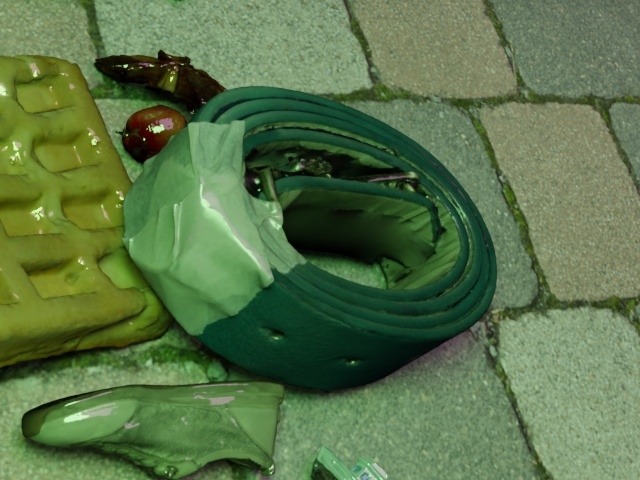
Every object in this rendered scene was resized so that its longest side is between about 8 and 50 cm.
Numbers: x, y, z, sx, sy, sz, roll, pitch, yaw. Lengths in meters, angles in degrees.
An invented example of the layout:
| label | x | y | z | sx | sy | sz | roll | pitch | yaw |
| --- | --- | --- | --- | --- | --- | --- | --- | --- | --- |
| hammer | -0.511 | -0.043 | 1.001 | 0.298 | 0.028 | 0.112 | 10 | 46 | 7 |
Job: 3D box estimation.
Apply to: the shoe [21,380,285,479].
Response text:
| label | x | y | z | sx | sy | sz | roll | pitch | yaw |
| --- | --- | --- | --- | --- | --- | --- | --- | --- | --- |
| shoe | -0.158 | 0.189 | 1.140 | 0.275 | 0.103 | 0.098 | 2 | 74 | -28 |

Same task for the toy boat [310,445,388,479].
| label | x | y | z | sx | sy | sz | roll | pitch | yaw |
| --- | --- | --- | --- | --- | --- | --- | --- | --- | --- |
| toy boat | 0.048 | 0.273 | 1.233 | 0.066 | 0.059 | 0.140 | -40 | 82 | -24 |

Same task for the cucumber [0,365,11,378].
| label | x | y | z | sx | sy | sz | roll | pitch | yaw |
| --- | --- | --- | --- | --- | --- | --- | --- | --- | --- |
| cucumber | -0.343 | 0.140 | 1.088 | 0.048 | 0.048 | 0.105 | 41 | 49 | -3 |

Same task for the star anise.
| label | x | y | z | sx | sy | sz | roll | pitch | yaw |
| --- | --- | --- | --- | --- | --- | --- | --- | --- | --- |
| star anise | -0.164 | -0.190 | 1.372 | 0.212 | 0.053 | 0.157 | 18 | 15 | 13 |

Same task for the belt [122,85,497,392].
| label | x | y | z | sx | sy | sz | roll | pitch | yaw |
| --- | --- | --- | --- | --- | --- | --- | --- | --- | --- |
| belt | 0.002 | 0.000 | 1.268 | 0.436 | 0.173 | 0.300 | 9 | 54 | -36 |

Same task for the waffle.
| label | x | y | z | sx | sy | sz | roll | pitch | yaw |
| --- | --- | --- | --- | --- | --- | --- | --- | --- | --- |
| waffle | -0.304 | -0.045 | 1.164 | 0.304 | 0.077 | 0.348 | -10 | 69 | -53 |

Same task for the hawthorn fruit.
| label | x | y | z | sx | sy | sz | roll | pitch | yaw |
| --- | --- | --- | --- | --- | --- | --- | --- | --- | --- |
| hawthorn fruit | -0.189 | -0.120 | 1.332 | 0.077 | 0.077 | 0.077 | 15 | 55 | -23 |
